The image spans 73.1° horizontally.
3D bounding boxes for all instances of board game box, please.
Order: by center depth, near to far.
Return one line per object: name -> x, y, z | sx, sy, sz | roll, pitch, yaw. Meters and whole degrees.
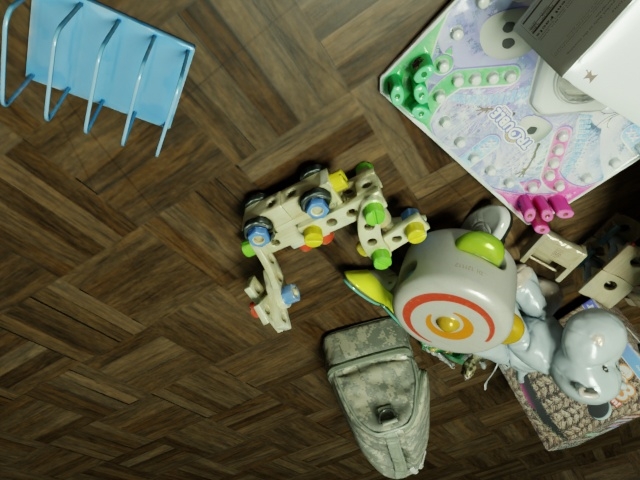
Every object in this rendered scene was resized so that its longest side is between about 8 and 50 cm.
board game box -> 0.345, -0.213, 0.554 | 0.389, 0.050, 0.390 | 32, 125, -26
board game box -> 0.616, 0.317, 1.015 | 0.141, 0.232, 0.291 | 13, 131, -36

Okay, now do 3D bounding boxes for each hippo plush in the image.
hippo plush -> 0.427, 0.210, 0.823 | 0.234, 0.236, 0.295 | 2, 103, -26

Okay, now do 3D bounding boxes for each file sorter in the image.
file sorter -> -0.246, -0.184, 0.488 | 0.170, 0.105, 0.118 | 16, 129, -24

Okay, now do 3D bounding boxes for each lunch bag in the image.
lunch bag -> 0.143, 0.365, 0.978 | 0.212, 0.256, 0.305 | -13, 135, 4

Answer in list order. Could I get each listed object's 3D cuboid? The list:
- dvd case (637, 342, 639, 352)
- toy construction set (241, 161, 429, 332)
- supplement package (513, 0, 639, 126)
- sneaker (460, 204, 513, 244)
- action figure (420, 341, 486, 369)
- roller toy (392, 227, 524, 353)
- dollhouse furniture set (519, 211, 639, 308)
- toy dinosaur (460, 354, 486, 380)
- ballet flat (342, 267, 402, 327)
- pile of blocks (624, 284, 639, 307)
dvd case -> 0.681, 0.138, 0.701 | 0.252, 0.022, 0.180 | -18, -179, -24
toy construction set -> 0.000, 0.000, 0.691 | 0.327, 0.151, 0.215 | -34, 131, 8
supplement package -> 0.365, -0.243, 0.393 | 0.203, 0.145, 0.262 | 21, 130, -18
sneaker -> 0.315, 0.016, 0.803 | 0.121, 0.079, 0.217 | 4, 141, -17
action figure -> 0.328, 0.261, 1.046 | 0.232, 0.064, 0.137 | 18, 123, -25
roller toy -> 0.224, 0.093, 0.724 | 0.191, 0.146, 0.209 | -10, 128, 36
dollhouse furniture set -> 0.496, 0.005, 0.810 | 0.183, 0.129, 0.129 | 29, 128, 4
toy dinosaur -> 0.411, 0.221, 1.000 | 0.268, 0.064, 0.118 | -21, 124, -26
ballet flat -> 0.131, 0.099, 0.858 | 0.077, 0.077, 0.231 | -46, 130, 4
pile of blocks -> 0.755, -0.007, 0.842 | 0.362, 0.149, 0.113 | -38, 96, 17
